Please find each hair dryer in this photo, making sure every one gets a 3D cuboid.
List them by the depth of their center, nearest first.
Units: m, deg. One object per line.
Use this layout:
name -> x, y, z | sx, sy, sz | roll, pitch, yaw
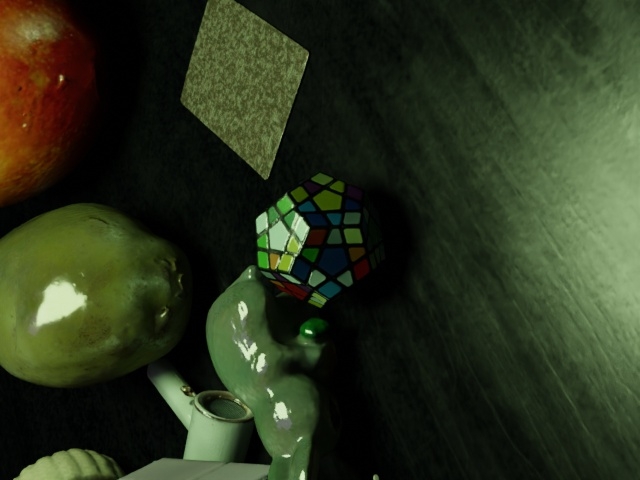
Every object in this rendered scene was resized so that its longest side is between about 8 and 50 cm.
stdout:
hair dryer -> -0.165, 0.214, 1.222 | 0.236, 0.073, 0.131 | 35, 117, 49

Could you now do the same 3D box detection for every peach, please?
peach -> -0.461, -0.232, 1.398 | 0.388, 0.388, 0.388 | -3, 86, 52

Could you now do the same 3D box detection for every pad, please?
pad -> -0.098, -0.193, 1.202 | 0.235, 0.003, 0.158 | 42, 120, 44

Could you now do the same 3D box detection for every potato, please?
potato -> -0.307, 0.069, 1.269 | 0.326, 0.243, 0.221 | 18, 127, 56

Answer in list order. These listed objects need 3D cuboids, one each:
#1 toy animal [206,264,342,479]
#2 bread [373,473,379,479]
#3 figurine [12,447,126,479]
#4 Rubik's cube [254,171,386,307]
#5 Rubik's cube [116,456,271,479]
toy animal -> -0.035, 0.159, 1.014 | 0.127, 0.125, 0.251 | 113, 146, -55
bread -> 0.147, 0.322, 0.688 | 0.279, 0.225, 0.250 | 9, 81, 54
figurine -> -0.276, 0.379, 1.278 | 0.332, 0.185, 0.204 | -1, 74, 45
Rubik's cube -> 0.000, 0.000, 0.981 | 0.112, 0.133, 0.133 | -125, 47, -68
Rubik's cube -> -0.153, 0.363, 1.011 | 0.221, 0.224, 0.231 | -10, 98, 45
